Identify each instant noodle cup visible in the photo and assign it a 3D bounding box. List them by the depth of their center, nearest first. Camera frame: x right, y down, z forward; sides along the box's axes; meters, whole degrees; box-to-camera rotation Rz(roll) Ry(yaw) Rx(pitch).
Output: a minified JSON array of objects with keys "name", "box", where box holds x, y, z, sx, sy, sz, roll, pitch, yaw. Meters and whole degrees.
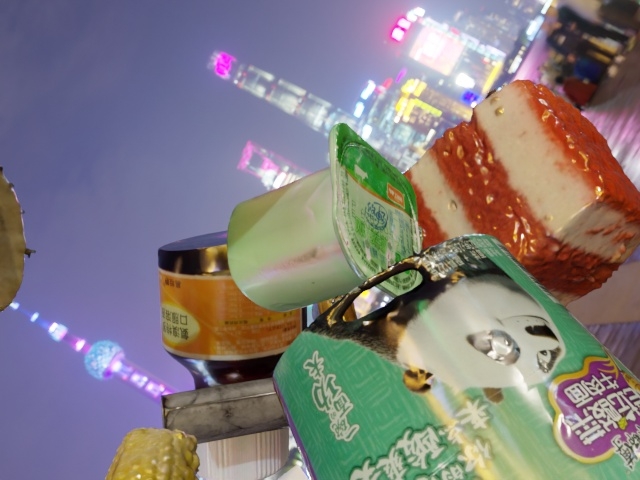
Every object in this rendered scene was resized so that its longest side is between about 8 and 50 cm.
[{"name":"instant noodle cup","box":[0.096,0.126,0.453,0.251,0.190,0.251,-25,-28,-15]}]

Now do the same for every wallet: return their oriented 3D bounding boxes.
[{"name":"wallet","box":[-0.031,0.410,1.120,0.044,0.083,0.011,-29,-30,-21]}]

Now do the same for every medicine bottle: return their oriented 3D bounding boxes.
[{"name":"medicine bottle","box":[-0.131,0.181,1.106,0.242,0.243,0.394,-31,-62,-77]}]

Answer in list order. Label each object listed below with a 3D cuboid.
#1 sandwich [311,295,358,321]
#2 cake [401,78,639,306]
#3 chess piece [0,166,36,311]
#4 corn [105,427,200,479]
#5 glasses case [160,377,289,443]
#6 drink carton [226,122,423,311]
[{"name":"sandwich","box":[0.047,0.240,1.404,0.226,0.087,0.251,94,161,-65]},{"name":"cake","box":[0.315,-0.040,1.079,0.270,0.269,0.319,14,-47,-42]},{"name":"chess piece","box":[-0.400,0.013,0.542,0.137,0.301,0.137,-8,-90,-82]},{"name":"corn","box":[-0.132,0.258,0.449,0.086,0.087,0.288,112,166,-46]},{"name":"glasses case","box":[-0.056,0.213,0.901,0.114,0.299,0.060,108,152,-55]},{"name":"drink carton","box":[0.000,0.000,0.640,0.146,0.142,0.144,35,-136,-46]}]
